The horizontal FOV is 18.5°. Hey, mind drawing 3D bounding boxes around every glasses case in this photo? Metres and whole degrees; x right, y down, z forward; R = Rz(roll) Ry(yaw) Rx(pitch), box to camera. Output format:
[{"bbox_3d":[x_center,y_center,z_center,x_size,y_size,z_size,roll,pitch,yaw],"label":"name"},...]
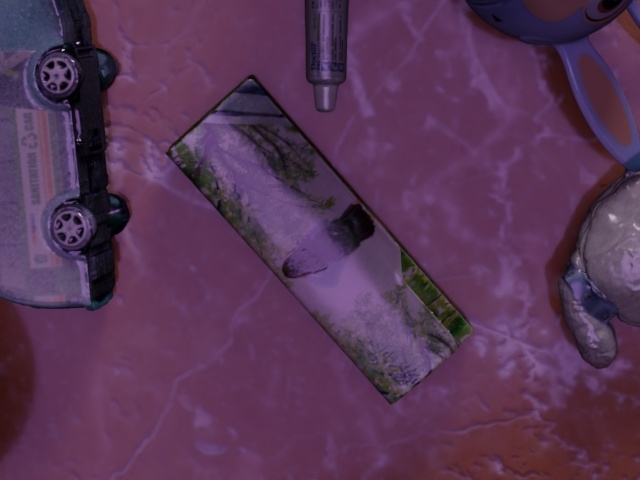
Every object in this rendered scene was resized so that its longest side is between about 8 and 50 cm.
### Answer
[{"bbox_3d":[0.000,0.000,1.575,0.095,0.062,0.272,-42,96,4],"label":"glasses case"}]

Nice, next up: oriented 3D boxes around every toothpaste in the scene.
[{"bbox_3d":[0.005,-0.201,1.567,0.048,0.029,0.197,0,93,-5],"label":"toothpaste"}]

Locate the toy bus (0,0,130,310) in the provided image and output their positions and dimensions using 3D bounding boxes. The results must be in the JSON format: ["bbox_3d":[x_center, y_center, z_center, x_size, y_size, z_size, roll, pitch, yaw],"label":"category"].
[{"bbox_3d":[-0.216,-0.075,1.551,0.109,0.091,0.261,-3,96,10],"label":"toy bus"}]

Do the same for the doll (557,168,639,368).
[{"bbox_3d":[0.261,0.002,1.575,0.103,0.071,0.214,31,91,-6],"label":"doll"}]

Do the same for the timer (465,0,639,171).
[{"bbox_3d":[0.211,-0.195,1.502,0.255,0.175,0.175,44,94,-1],"label":"timer"}]
